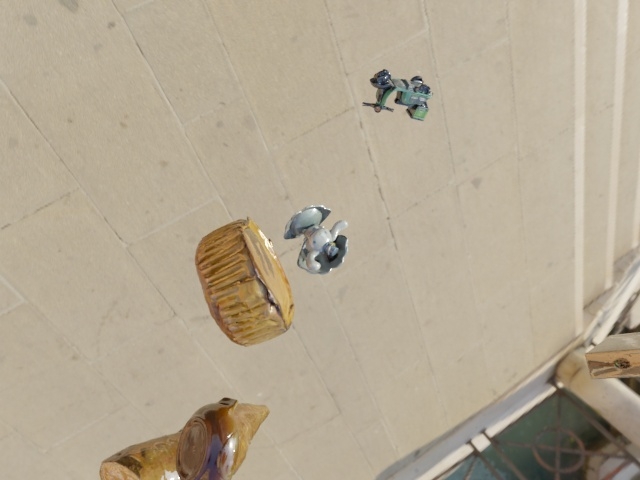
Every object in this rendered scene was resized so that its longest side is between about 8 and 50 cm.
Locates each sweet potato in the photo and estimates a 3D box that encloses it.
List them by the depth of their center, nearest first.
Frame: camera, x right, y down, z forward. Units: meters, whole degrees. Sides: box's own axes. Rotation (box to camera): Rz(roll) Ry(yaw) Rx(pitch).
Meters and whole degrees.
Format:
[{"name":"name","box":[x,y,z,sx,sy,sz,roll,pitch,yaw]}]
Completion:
[{"name":"sweet potato","box":[-0.189,0.353,0.889,0.337,0.131,0.131,-10,126,-51]}]

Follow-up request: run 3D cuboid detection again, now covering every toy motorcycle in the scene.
[{"name":"toy motorcycle","box":[0.181,-0.334,1.232,0.173,0.058,0.100,5,133,-26]}]

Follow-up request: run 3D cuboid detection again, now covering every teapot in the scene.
[{"name":"teapot","box":[-0.140,0.275,0.715,0.078,0.098,0.129,26,65,-44]}]

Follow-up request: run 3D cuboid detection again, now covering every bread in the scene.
[{"name":"bread","box":[-0.116,0.064,0.817,0.104,0.199,0.199,-24,129,5]}]

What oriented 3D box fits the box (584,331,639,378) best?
[{"name":"box","box":[0.262,0.095,0.449,0.083,0.053,0.024,-2,79,-47]}]

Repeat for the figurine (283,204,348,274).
[{"name":"figurine","box":[0.000,0.000,0.786,0.094,0.086,0.082,-30,157,-5]}]
